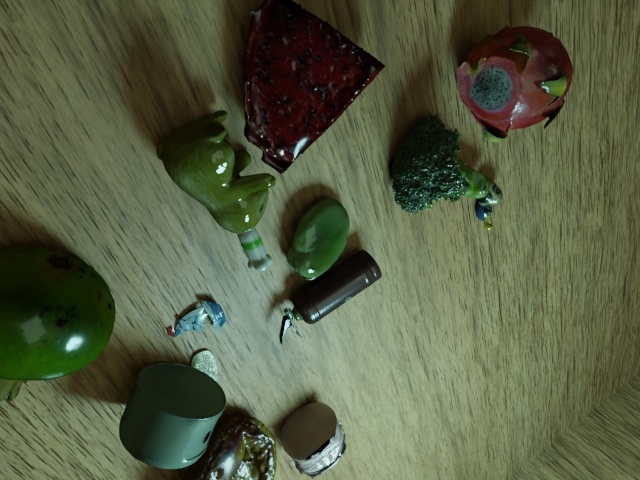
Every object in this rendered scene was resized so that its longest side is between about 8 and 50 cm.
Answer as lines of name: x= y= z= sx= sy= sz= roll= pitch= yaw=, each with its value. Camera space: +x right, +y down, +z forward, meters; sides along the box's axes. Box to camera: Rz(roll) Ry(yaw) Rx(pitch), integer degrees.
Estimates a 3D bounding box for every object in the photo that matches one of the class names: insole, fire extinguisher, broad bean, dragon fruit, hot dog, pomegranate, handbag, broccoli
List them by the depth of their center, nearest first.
pomegranate: x=-0.589 y=0.195 z=1.007 sx=0.310 sy=0.216 sz=0.358 roll=23 pitch=102 yaw=-41
dragon fruit: x=-0.058 y=-0.347 z=1.137 sx=0.286 sy=0.228 sz=0.329 roll=33 pitch=117 yaw=-7
dragon fruit: x=0.490 y=-0.406 z=1.304 sx=0.189 sy=0.291 sz=0.290 roll=-42 pitch=131 yaw=-32
broad bean: x=0.000 y=0.000 z=1.341 sx=0.169 sy=0.100 sz=0.227 roll=3 pitch=111 yaw=-40
insole: x=-0.321 y=0.408 z=1.406 sx=0.081 sy=0.011 sz=0.247 roll=-16 pitch=122 yaw=-24
broccoli: x=0.359 y=-0.169 z=1.427 sx=0.361 sy=0.221 sz=0.251 roll=33 pitch=59 yaw=-38
fire extinguisher: x=0.015 y=0.170 z=1.431 sx=0.344 sy=0.102 sz=0.138 roll=-34 pitch=128 yaw=-12
hot dog: x=-0.279 y=0.703 z=1.479 sx=0.267 sy=0.174 sz=0.387 roll=23 pitch=102 yaw=-35
handbag: x=-0.020 y=0.635 z=1.606 sx=0.205 sy=0.179 sz=0.116 roll=-37 pitch=134 yaw=-9

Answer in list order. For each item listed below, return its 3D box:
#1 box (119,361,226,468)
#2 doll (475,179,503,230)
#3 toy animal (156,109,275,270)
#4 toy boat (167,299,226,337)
box: x=-0.368 y=0.430 z=1.254 sx=0.226 sy=0.226 sz=0.149 roll=16 pitch=105 yaw=-36
doll: x=0.542 y=-0.123 z=1.614 sx=0.089 sy=0.102 sz=0.179 roll=-8 pitch=127 yaw=17
toy animal: x=-0.189 y=-0.112 z=1.122 sx=0.180 sy=0.181 sz=0.363 roll=-36 pitch=126 yaw=2
toy boat: x=-0.319 y=0.198 z=1.297 sx=0.150 sy=0.034 sz=0.105 roll=-1 pitch=118 yaw=-17
